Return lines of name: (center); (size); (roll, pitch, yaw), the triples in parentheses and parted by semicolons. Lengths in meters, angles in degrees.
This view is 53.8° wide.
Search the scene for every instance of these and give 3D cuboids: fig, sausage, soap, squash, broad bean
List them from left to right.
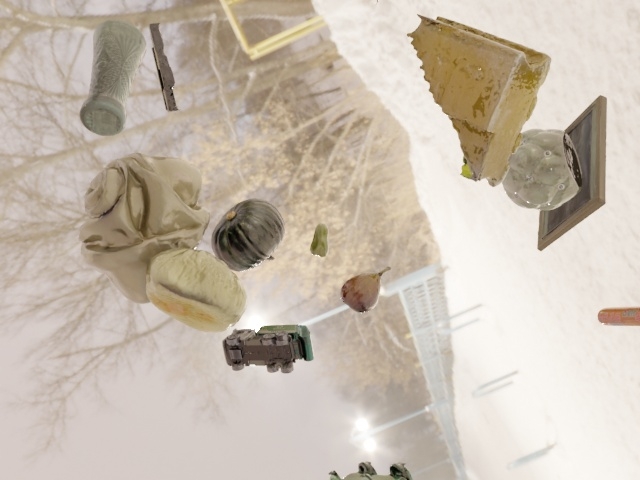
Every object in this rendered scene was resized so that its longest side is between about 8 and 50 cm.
squash: (-0.199, -0.014, 1.741); (0.218, 0.218, 0.172); (-111, -5, -51)
broad bean: (0.000, 0.000, 1.529); (0.063, 0.045, 0.083); (-95, 13, -80)
fig: (0.105, 0.100, 1.400); (0.089, 0.125, 0.089); (39, -173, -5)
soap: (0.310, -0.327, 1.445); (0.339, 0.170, 0.304); (40, 123, 40)
sausage: (0.818, 0.194, 1.613); (0.053, 0.053, 0.348); (66, 167, 2)

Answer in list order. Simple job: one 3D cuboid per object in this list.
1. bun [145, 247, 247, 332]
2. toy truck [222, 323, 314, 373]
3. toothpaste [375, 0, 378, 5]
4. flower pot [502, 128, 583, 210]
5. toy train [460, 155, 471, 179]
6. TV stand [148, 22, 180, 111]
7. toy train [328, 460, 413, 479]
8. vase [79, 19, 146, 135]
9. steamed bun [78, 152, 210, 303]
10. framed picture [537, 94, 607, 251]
bun: (-0.275, 0.106, 1.451); (0.243, 0.244, 0.153); (63, -136, -55)
toy truck: (-0.141, 0.298, 1.774); (0.124, 0.254, 0.114); (-44, -51, -65)
toothpaste: (0.181, -0.731, 1.628); (0.089, 0.057, 0.234); (-153, 76, -83)
flower pot: (0.640, -0.206, 1.846); (0.246, 0.195, 0.245); (24, -121, -48)
toy train: (0.417, -0.249, 1.547); (0.053, 0.249, 0.085); (24, 144, 25)
TV stand: (-0.441, -0.485, 1.781); (0.042, 0.036, 0.248); (-5, 99, 64)
toy train: (0.149, 0.741, 1.734); (0.369, 0.151, 0.237); (144, 119, -61)
vase: (-0.366, -0.283, 1.109); (0.096, 0.096, 0.219); (63, -162, -51)
steamed bun: (-0.460, -0.067, 1.569); (0.255, 0.367, 0.342); (37, -176, -44)
framed picture: (0.821, -0.218, 2.072); (0.326, 0.028, 0.445); (122, 167, -57)
